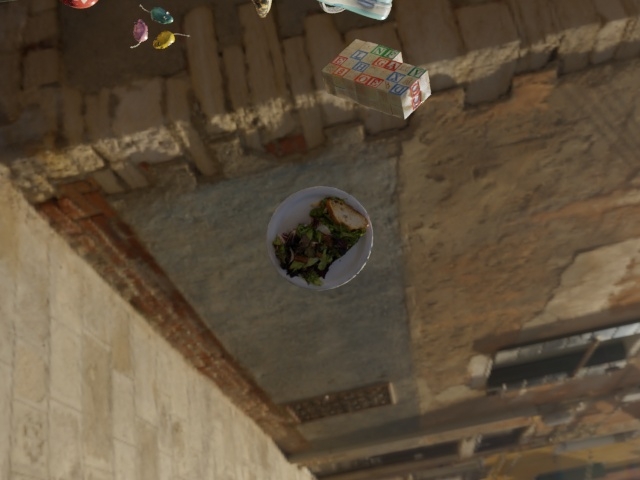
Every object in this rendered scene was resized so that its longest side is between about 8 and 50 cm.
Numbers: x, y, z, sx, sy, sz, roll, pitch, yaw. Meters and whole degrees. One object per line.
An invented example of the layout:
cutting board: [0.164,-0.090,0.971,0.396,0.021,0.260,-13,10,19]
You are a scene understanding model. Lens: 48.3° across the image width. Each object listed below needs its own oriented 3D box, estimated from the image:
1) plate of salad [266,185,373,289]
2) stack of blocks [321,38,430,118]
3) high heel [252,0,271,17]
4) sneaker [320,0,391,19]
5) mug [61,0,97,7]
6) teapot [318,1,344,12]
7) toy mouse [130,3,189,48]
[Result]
plate of salad: [0.000,0.000,1.317,0.048,0.200,0.200,-115,-168,-73]
stack of blocks: [0.172,-0.473,2.078,0.297,0.171,0.087,27,-28,35]
high heel: [-0.201,-0.591,1.564,0.261,0.186,0.093,90,-5,-59]
sneaker: [0.053,-0.586,1.446,0.127,0.319,0.208,47,-58,34]
mug: [-0.527,-0.588,1.557,0.169,0.113,0.150,-28,-140,58]
teapot: [0.102,-0.806,2.055,0.187,0.256,0.252,9,88,-44]
toy mouse: [-0.463,-0.594,1.958,0.143,0.161,0.031,63,-5,4]
